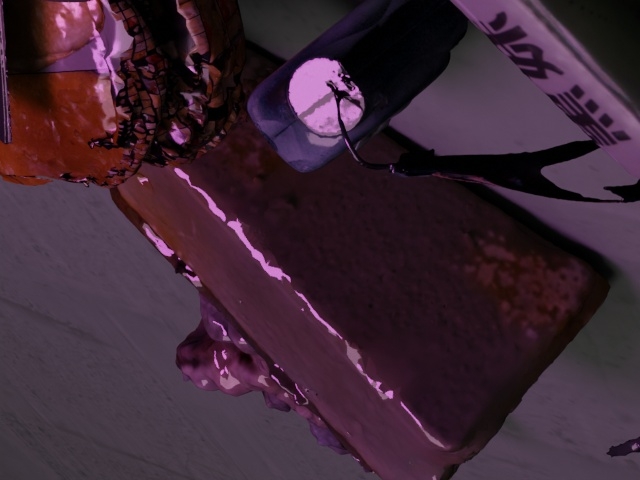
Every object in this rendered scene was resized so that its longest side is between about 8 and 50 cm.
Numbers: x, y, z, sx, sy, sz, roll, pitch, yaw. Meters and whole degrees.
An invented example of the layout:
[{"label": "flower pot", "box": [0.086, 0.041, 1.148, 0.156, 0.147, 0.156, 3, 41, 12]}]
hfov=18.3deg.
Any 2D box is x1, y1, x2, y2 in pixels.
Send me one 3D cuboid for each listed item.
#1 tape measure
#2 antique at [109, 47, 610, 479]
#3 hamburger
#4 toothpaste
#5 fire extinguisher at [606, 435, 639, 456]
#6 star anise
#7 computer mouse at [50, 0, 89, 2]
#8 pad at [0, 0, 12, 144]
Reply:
[{"label": "tape measure", "box": [0.058, -0.042, 0.938, 0.180, 0.104, 0.107, 37, 155, -10]}, {"label": "antique", "box": [0.000, 0.000, 1.101, 0.284, 0.150, 0.125, 39, 155, 5]}, {"label": "hamburger", "box": [-0.129, -0.129, 0.957, 0.231, 0.107, 0.231, 35, 139, 38]}, {"label": "toothpaste", "box": [0.052, -0.140, 0.794, 0.392, 0.061, 0.099, 42, 159, -19]}, {"label": "fire extinguisher", "box": [0.275, 0.107, 0.990, 0.294, 0.118, 0.093, 0, 107, 54]}, {"label": "star anise", "box": [-0.003, 0.083, 1.316, 0.236, 0.093, 0.229, 14, 152, 35]}, {"label": "computer mouse", "box": [-0.175, -0.134, 0.419, 0.331, 0.095, 0.197, 23, 167, 10]}, {"label": "pad", "box": [-0.190, -0.179, 0.902, 0.164, 0.004, 0.243, 36, 137, 40]}]
